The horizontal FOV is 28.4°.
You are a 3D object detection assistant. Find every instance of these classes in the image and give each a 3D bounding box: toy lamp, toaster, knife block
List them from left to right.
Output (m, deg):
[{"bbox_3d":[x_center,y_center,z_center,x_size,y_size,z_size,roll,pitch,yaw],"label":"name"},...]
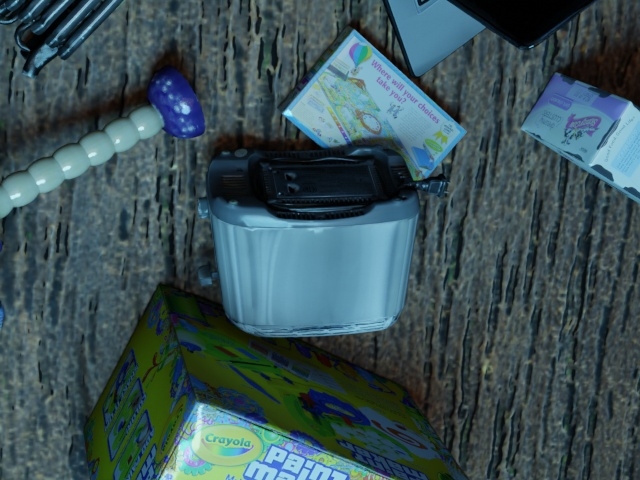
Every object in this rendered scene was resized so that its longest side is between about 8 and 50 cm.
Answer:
[{"bbox_3d":[-0.229,-0.058,1.084,0.274,0.080,0.080,-31,113,-20],"label":"toy lamp"},{"bbox_3d":[-0.182,-0.265,1.078,0.088,0.242,0.276,45,48,-23],"label":"knife block"},{"bbox_3d":[0.000,0.000,1.163,0.226,0.129,0.147,-3,124,-9],"label":"toaster"}]

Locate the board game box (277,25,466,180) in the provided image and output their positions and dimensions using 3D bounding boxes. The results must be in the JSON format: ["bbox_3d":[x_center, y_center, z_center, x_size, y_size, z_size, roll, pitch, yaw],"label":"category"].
[{"bbox_3d":[0.050,-0.114,1.202,0.154,0.026,0.103,39,95,-22],"label":"board game box"}]

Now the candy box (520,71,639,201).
[{"bbox_3d":[0.311,-0.073,1.205,0.196,0.165,0.070,29,99,-21],"label":"candy box"}]

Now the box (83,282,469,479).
[{"bbox_3d":[-0.041,0.210,1.150,0.289,0.279,0.177,25,100,-19],"label":"box"}]

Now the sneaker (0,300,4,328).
[{"bbox_3d":[-0.386,0.130,1.099,0.330,0.147,0.130,-38,84,23],"label":"sneaker"}]

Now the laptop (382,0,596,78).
[{"bbox_3d":[0.253,-0.250,0.982,0.382,0.408,0.236,-36,68,0],"label":"laptop"}]
